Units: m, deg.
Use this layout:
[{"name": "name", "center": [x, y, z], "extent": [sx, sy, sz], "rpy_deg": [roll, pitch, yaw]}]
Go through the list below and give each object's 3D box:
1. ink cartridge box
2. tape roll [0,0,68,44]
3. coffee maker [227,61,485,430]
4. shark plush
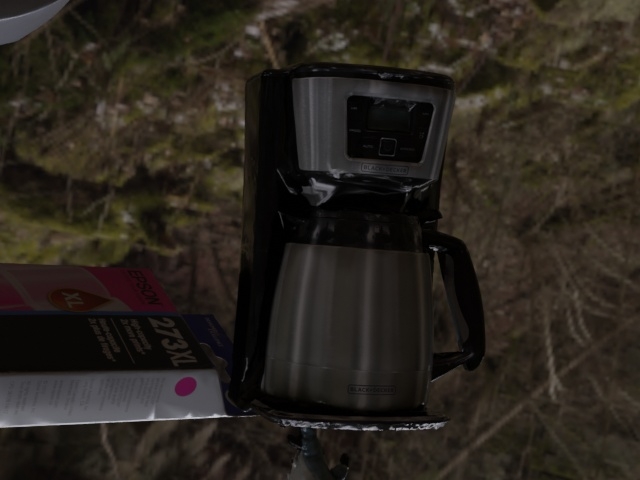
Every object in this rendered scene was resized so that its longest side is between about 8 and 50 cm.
[{"name": "ink cartridge box", "center": [-0.221, 0.090, 0.951], "extent": [0.370, 0.069, 0.176], "rpy_deg": [6, -154, -34]}, {"name": "tape roll", "center": [-0.221, -0.221, 0.611], "extent": [0.219, 0.219, 0.072], "rpy_deg": [8, 170, -29]}, {"name": "coffee maker", "center": [0.000, 0.000, 0.571], "extent": [0.120, 0.178, 0.171], "rpy_deg": [4, 179, -40]}, {"name": "shark plush", "center": [0.000, 0.226, 1.024], "extent": [0.067, 0.161, 0.073], "rpy_deg": [-23, -171, -26]}]
